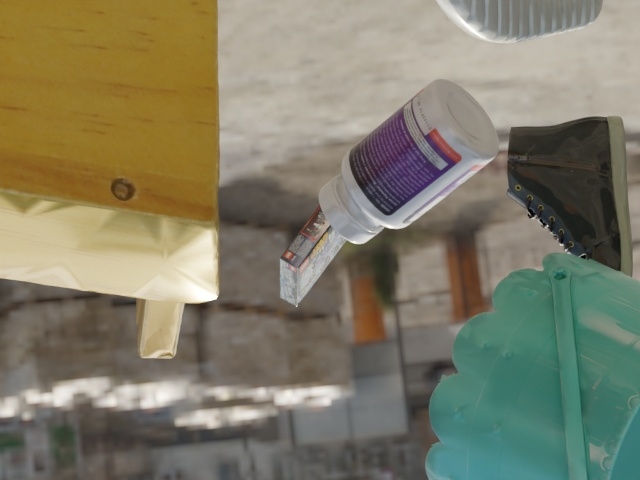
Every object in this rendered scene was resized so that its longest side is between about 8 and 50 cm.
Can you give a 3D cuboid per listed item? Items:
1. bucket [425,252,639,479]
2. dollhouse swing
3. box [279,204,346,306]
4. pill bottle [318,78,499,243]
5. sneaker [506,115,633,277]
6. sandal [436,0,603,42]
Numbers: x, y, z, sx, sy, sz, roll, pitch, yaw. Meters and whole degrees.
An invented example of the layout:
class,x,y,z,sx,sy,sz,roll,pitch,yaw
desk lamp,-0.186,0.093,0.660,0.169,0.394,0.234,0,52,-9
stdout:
class,x,y,z,sx,sy,sz,roll,pitch,yaw
bucket,0.241,0.163,1.402,0.281,0.281,0.183,0,-167,-40
dollhouse swing,-0.201,-0.112,1.181,0.315,0.347,0.305,9,152,-22
box,0.000,0.000,1.999,0.027,0.137,0.094,29,154,16
pill bottle,0.092,-0.081,1.891,0.193,0.108,0.108,-38,156,29
sneaker,0.243,-0.009,1.683,0.118,0.222,0.083,-3,169,8
sandal,0.157,-0.258,1.592,0.102,0.169,0.416,3,179,29
